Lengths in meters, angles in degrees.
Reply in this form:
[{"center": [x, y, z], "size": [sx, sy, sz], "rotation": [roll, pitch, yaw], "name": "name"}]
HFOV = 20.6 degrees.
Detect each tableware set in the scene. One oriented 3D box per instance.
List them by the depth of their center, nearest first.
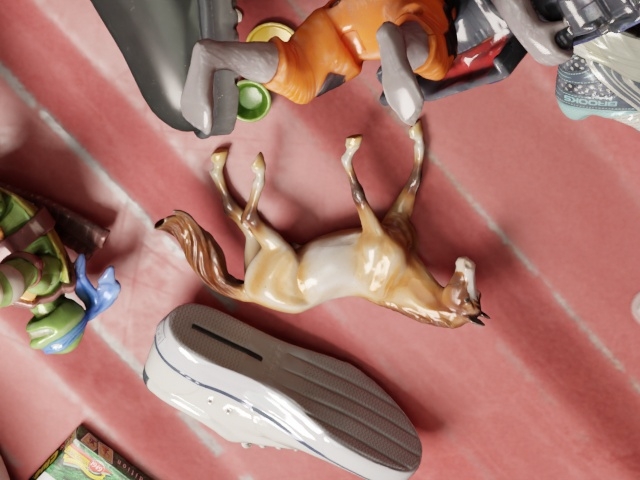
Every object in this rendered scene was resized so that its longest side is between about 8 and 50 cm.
[{"center": [-0.059, -0.175, 1.431], "size": [0.104, 0.024, 0.154], "rotation": [26, 113, -5], "name": "tableware set"}]

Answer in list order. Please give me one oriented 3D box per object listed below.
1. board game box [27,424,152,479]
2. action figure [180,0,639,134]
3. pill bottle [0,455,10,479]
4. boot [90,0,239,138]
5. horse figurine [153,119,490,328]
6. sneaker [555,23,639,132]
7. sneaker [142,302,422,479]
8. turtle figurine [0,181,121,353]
[{"center": [-0.165, 0.297, 1.642], "size": [0.260, 0.030, 0.136], "rotation": [39, 110, -10], "name": "board game box"}, {"center": [0.101, -0.187, 1.252], "size": [0.341, 0.330, 0.178], "rotation": [-16, 105, 43], "name": "action figure"}, {"center": [-0.434, 0.260, 1.584], "size": [0.283, 0.161, 0.161], "rotation": [-21, 109, 15], "name": "pill bottle"}, {"center": [-0.299, -0.229, 1.292], "size": [0.445, 0.146, 0.367], "rotation": [-9, 94, -11], "name": "boot"}, {"center": [0.000, 0.000, 1.477], "size": [0.263, 0.066, 0.174], "rotation": [-8, 106, 7], "name": "horse figurine"}, {"center": [0.320, -0.113, 1.388], "size": [0.283, 0.110, 0.122], "rotation": [19, 131, 1], "name": "sneaker"}, {"center": [-0.035, 0.144, 1.540], "size": [0.258, 0.094, 0.091], "rotation": [30, 134, -4], "name": "sneaker"}, {"center": [-0.323, 0.007, 1.436], "size": [0.275, 0.198, 0.266], "rotation": [-24, 100, 0], "name": "turtle figurine"}]
